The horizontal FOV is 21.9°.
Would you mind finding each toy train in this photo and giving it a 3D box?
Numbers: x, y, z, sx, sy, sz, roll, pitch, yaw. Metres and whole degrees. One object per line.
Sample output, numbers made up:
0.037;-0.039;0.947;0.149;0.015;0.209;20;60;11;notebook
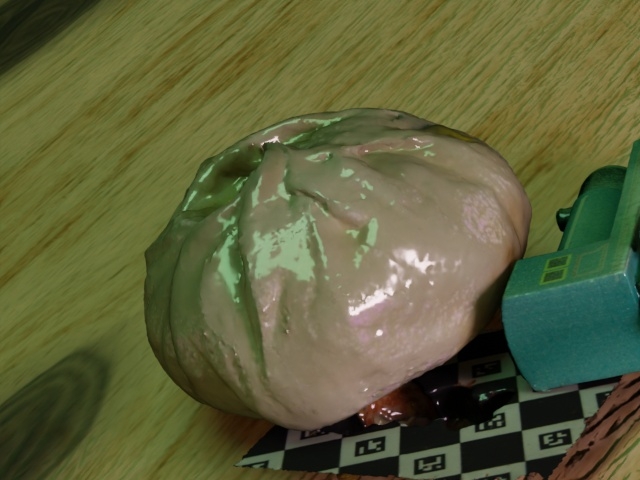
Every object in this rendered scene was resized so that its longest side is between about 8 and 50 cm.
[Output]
0.267;0.006;1.401;0.194;0.120;0.298;-14;21;23;toy train

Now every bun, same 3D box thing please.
0.000;0.000;1.464;0.365;0.219;0.365;-23;17;8;bun

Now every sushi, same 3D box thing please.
0.112;0.152;1.381;0.290;0.050;0.264;-3;23;33;sushi
